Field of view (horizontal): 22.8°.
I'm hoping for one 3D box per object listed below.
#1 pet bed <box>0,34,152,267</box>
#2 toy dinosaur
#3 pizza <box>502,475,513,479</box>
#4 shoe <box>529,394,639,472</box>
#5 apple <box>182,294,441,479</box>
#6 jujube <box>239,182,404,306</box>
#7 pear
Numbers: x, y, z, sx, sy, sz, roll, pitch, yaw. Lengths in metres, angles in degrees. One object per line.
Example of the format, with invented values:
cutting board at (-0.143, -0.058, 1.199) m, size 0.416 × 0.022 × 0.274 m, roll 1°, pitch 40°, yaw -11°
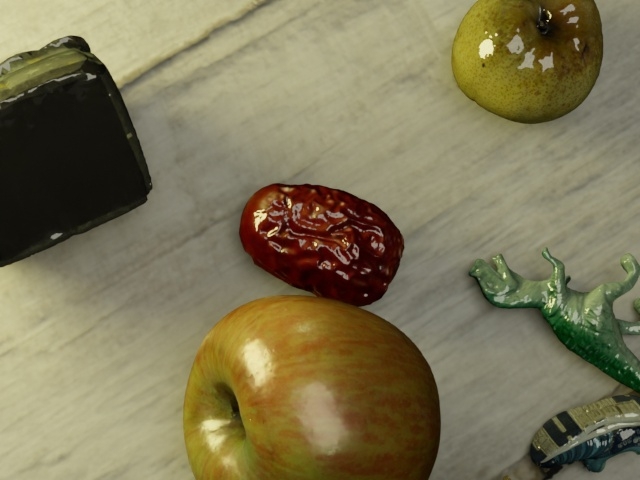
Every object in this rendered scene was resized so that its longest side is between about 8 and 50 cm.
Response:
pet bed at (-0.301, -0.094, 1.634) m, size 0.211 × 0.159 × 0.183 m, roll -26°, pitch 113°, yaw -12°
toy dinosaur at (0.349, 0.097, 1.758) m, size 0.383 × 0.076 × 0.129 m, roll 31°, pitch 83°, yaw -1°
pizza at (0.330, 0.338, 1.712) m, size 0.287 × 0.075 × 0.280 m, roll -28°, pitch 88°, yaw -13°
shoe at (0.298, 0.220, 1.736) m, size 0.143 × 0.064 × 0.071 m, roll -18°, pitch 107°, yaw -6°
apple at (0.001, 0.179, 1.585) m, size 0.264 × 0.264 × 0.264 m, roll 2°, pitch 81°, yaw -10°
jujube at (0.000, 0.000, 1.689) m, size 0.176 × 0.109 × 0.112 m, roll 22°, pitch 44°, yaw -4°
pear at (0.229, -0.209, 1.749) m, size 0.167 × 0.136 × 0.167 m, roll 3°, pitch 75°, yaw -10°
